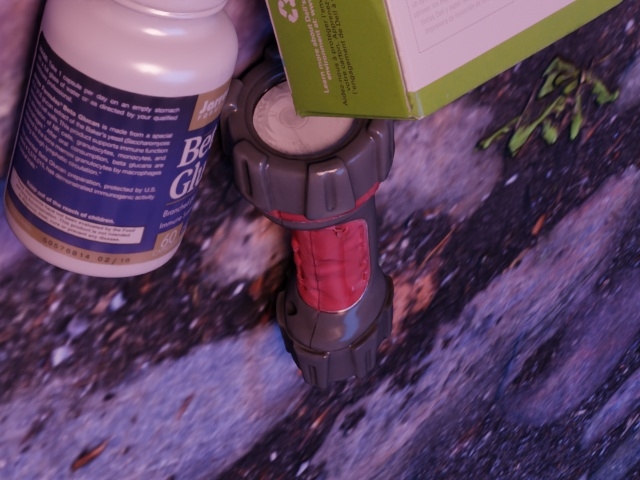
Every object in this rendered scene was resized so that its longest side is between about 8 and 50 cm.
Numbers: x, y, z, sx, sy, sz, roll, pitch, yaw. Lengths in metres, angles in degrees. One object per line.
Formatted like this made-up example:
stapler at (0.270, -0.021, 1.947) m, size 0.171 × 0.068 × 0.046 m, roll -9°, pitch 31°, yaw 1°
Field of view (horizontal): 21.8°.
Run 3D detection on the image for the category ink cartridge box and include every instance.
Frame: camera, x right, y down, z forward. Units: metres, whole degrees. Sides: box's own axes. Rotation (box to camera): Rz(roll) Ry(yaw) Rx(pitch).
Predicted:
ink cartridge box at (0.049, -0.215, 0.880) m, size 0.189 × 0.097 × 0.255 m, roll -32°, pitch 115°, yaw -37°

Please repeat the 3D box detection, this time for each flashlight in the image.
flashlight at (0.000, 0.000, 1.067) m, size 0.103 × 0.103 × 0.304 m, roll -18°, pitch 149°, yaw -8°

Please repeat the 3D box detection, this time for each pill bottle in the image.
pill bottle at (-0.093, -0.073, 0.802) m, size 0.094 × 0.094 × 0.169 m, roll -25°, pitch 144°, yaw -46°
